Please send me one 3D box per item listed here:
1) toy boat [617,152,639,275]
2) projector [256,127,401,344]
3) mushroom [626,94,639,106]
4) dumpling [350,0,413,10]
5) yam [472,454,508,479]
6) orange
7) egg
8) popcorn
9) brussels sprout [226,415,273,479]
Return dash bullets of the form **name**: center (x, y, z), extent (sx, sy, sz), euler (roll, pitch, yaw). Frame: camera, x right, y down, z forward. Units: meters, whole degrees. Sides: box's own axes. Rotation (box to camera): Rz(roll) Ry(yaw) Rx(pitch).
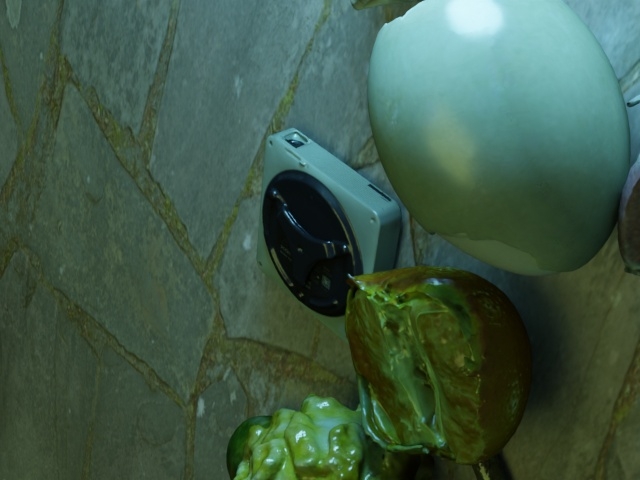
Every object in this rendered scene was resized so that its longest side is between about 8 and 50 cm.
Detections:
- **toy boat**: center (0.403, -0.049, 1.515), extent (0.155, 0.085, 0.227), euler (14, 136, 11)
- **projector**: center (0.000, 0.000, 2.118), extent (0.257, 0.079, 0.259), euler (38, 137, 35)
- **mushroom**: center (0.438, -0.161, 1.468), extent (0.306, 0.043, 0.068), euler (-25, 70, 57)
- **dumpling**: center (0.115, -0.387, 1.723), extent (0.252, 0.131, 0.179), euler (-17, 70, 47)
- **yam**: center (0.236, 0.320, 1.998), extent (0.043, 0.043, 0.094), euler (-20, 92, 56)
- **orange**: center (0.157, 0.163, 1.891), extent (0.334, 0.196, 0.262), euler (-9, 86, 51)
- **egg**: center (0.205, -0.117, 1.593), extent (0.278, 0.278, 0.336), euler (-21, 88, 56)
- **popcorn**: center (0.017, 0.370, 2.145), extent (0.312, 0.312, 0.312), euler (30, 130, 43)
- **brussels sprout**: center (-0.084, 0.379, 2.392), extent (0.161, 0.144, 0.180), euler (26, 123, 0)
